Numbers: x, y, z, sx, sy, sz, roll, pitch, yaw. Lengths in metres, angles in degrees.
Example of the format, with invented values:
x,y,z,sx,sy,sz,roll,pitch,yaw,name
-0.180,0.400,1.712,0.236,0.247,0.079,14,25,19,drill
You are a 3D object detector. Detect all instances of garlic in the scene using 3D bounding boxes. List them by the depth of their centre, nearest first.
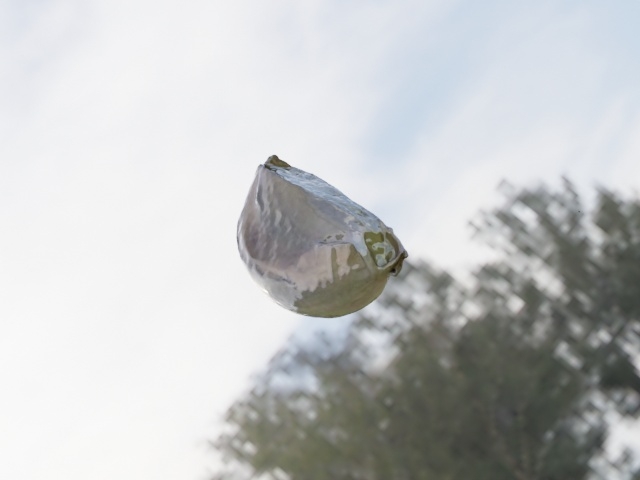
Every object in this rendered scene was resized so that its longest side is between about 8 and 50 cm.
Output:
x,y,z,sx,sy,sz,roll,pitch,yaw,name
-0.008,0.010,1.439,0.087,0.195,0.101,9,-73,-31,garlic

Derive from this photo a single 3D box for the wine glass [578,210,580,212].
x,y,z,sx,sy,sz,roll,pitch,yaw,name
0.336,-0.126,1.259,0.096,0.264,0.309,-7,-66,-68,wine glass
